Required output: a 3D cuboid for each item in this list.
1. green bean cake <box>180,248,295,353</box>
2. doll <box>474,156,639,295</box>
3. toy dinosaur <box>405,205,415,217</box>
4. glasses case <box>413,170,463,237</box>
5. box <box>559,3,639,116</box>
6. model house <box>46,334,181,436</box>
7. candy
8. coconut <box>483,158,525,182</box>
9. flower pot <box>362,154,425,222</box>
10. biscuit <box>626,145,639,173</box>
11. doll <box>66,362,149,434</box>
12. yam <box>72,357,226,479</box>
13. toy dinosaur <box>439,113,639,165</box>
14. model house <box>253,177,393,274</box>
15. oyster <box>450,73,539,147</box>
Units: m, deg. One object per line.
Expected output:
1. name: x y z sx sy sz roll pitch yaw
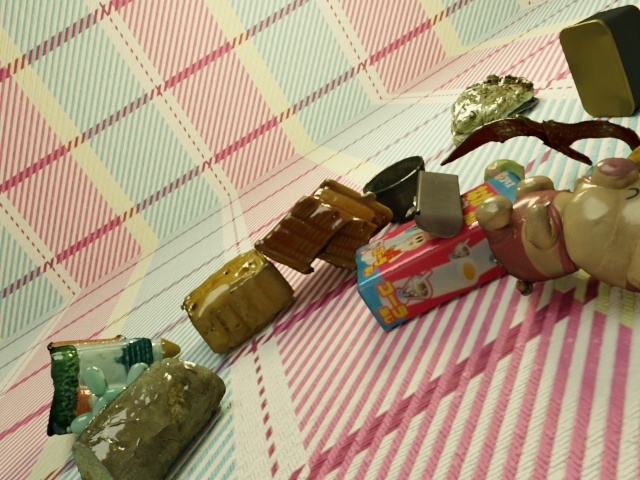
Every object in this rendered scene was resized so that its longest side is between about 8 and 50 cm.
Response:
1. green bean cake: -0.187 0.126 1.215 0.224 0.131 0.230 -37 17 -11
2. doll: 0.332 -0.021 0.655 0.256 0.152 0.196 5 53 47
3. toy dinosaur: 0.197 -0.038 1.028 0.108 0.032 0.220 -22 -19 2
4. glasses case: 0.186 -0.064 0.876 0.072 0.042 0.190 14 27 5
5. box: 0.582 -0.356 1.098 0.090 0.201 0.144 -30 15 -5
6. model house: -0.453 0.295 1.224 0.291 0.184 0.253 -8 -4 -23
7. candy: 0.210 0.013 0.894 0.306 0.100 0.157 -30 16 12
8. coconut: 0.347 -0.117 1.042 0.081 0.082 0.083 -27 40 -2
9. flower pot: 0.188 -0.109 1.260 0.157 0.106 0.157 -28 21 12
10. biscuit: 0.468 -0.085 0.720 0.183 0.174 0.038 119 155 -63
11. doll: -0.407 0.318 1.061 0.159 0.158 0.059 -8 -15 -15
12. yam: -0.278 0.301 0.874 0.154 0.154 0.254 -18 25 39
13. toy dinosaur: 0.372 -0.146 0.921 0.328 0.112 0.206 15 -3 14
14. model house: 0.001 -0.001 1.161 0.229 0.199 0.219 -49 -10 -43
15. oyster: 0.459 -0.357 1.503 0.268 0.112 0.198 -23 39 4
